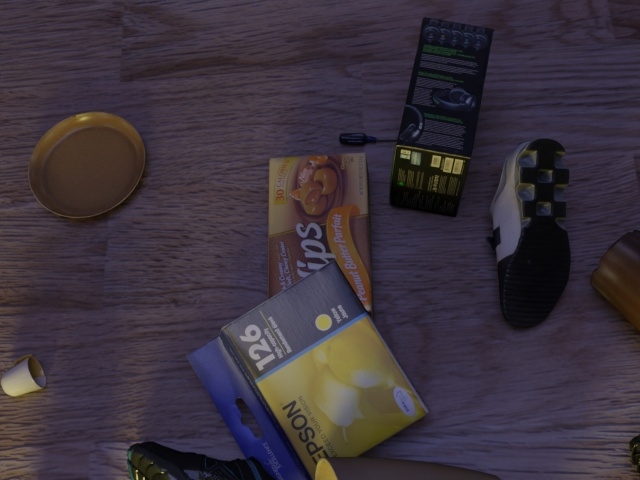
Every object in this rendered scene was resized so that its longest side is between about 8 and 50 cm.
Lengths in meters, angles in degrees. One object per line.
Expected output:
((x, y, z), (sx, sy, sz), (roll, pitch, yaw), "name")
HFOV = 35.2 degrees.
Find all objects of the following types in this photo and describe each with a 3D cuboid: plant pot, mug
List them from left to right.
((-0.536, 0.247, 1.819), (0.064, 0.078, 0.062), (-25, 98, 5), "mug")
((-0.457, -0.145, 1.990), (0.237, 0.032, 0.236), (-3, 65, 6), "plant pot")
((0.151, 0.446, 1.554), (0.274, 0.256, 0.256), (-5, 64, -13), "plant pot")
((0.558, 0.077, 1.698), (0.167, 0.167, 0.165), (-40, 60, -11), "plant pot")

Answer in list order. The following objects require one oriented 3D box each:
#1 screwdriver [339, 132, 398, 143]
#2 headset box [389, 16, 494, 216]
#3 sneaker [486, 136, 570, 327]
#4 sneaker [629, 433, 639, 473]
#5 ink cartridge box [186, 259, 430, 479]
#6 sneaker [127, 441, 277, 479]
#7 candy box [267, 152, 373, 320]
((0.121, -0.193, 1.947), (0.170, 0.024, 0.025), (5, 96, 3), "screwdriver")
((0.217, -0.226, 1.817), (0.131, 0.246, 0.283), (11, 69, 6), "headset box")
((0.362, -0.011, 1.792), (0.123, 0.146, 0.330), (8, 89, -16), "sneaker")
((0.552, 0.369, 1.603), (0.130, 0.109, 0.286), (10, 58, 18), "sneaker")
((-0.027, 0.237, 1.689), (0.307, 0.072, 0.303), (-32, 81, -2), "ink cartridge box")
((-0.171, 0.414, 1.668), (0.341, 0.125, 0.140), (21, 36, 27), "sneaker")
((0.000, 0.000, 1.835), (0.183, 0.087, 0.316), (-3, 66, 6), "candy box")
